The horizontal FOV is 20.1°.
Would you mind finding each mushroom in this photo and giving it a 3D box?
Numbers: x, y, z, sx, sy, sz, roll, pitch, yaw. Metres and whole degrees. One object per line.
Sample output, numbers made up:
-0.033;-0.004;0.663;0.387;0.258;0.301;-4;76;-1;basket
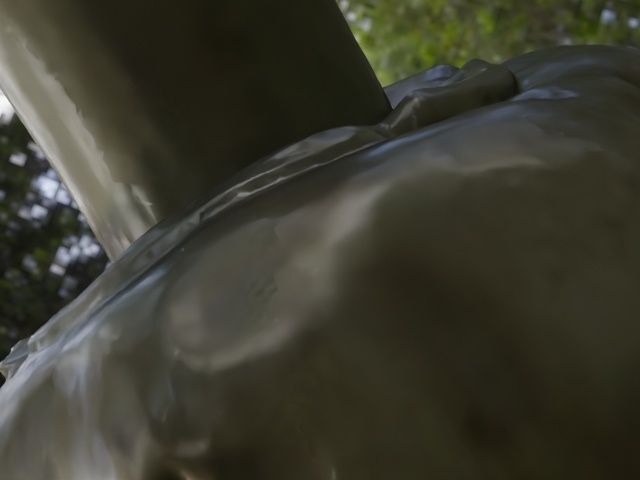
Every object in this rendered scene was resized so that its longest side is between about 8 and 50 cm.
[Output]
0.000;0.000;0.556;0.314;0.314;0.336;-35;-79;-52;mushroom
